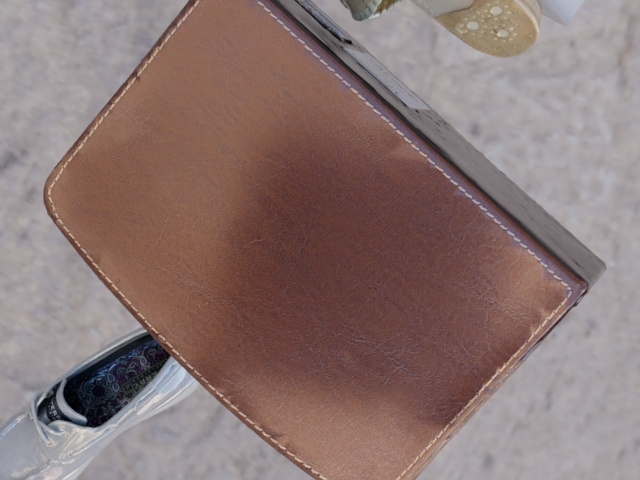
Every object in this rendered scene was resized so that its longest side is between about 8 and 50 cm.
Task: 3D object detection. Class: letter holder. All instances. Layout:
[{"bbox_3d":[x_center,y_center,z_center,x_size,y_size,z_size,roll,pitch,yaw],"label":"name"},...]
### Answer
[{"bbox_3d":[0.000,0.000,1.044,0.214,0.302,0.152,-49,172,12],"label":"letter holder"}]

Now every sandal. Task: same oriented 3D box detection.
[{"bbox_3d":[0.052,-0.178,1.086,0.240,0.088,0.079,28,50,-22],"label":"sandal"}]

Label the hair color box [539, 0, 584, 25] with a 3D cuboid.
[{"bbox_3d":[0.159,-0.316,1.250,0.185,0.113,0.374,-58,158,4],"label":"hair color box"}]

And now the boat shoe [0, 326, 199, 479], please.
[{"bbox_3d":[-0.200,0.137,1.303,0.227,0.079,0.081,-34,155,-2],"label":"boat shoe"}]
